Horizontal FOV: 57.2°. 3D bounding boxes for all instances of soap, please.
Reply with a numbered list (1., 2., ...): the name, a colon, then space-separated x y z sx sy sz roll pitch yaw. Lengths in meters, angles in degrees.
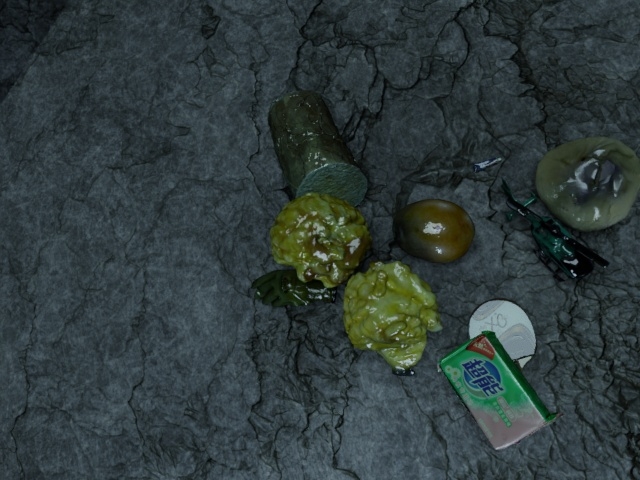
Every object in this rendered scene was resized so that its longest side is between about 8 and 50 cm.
1. soap: 0.452 0.381 1.514 0.218 0.098 0.273 -39 70 18

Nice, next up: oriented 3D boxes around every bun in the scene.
1. bun: 0.722 -0.162 1.569 0.272 0.168 0.273 -4 76 17

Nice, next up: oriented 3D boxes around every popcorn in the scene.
1. popcorn: -0.008 -0.005 1.629 0.282 0.282 0.247 -20 39 8
2. popcorn: 0.194 0.188 1.566 0.292 0.293 0.237 6 58 15

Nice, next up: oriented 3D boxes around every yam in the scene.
1. yam: -0.020 -0.266 1.751 0.241 0.241 0.348 -26 68 6

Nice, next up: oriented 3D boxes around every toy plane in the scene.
1. toy plane: 0.608 -0.023 1.573 0.106 0.155 0.382 -35 53 4

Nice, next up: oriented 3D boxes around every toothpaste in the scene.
1. toothpaste: 0.490 -0.225 1.721 0.083 0.019 0.027 -19 96 9

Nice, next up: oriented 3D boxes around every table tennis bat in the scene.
1. table tennis bat: 0.503 0.303 1.578 0.173 0.022 0.301 -18 71 11

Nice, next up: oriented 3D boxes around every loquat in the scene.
1. loquat: 0.312 -0.029 1.635 0.227 0.179 0.179 15 80 13

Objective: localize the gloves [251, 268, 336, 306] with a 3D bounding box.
1. gloves: -0.079 0.139 1.727 0.268 0.107 0.135 -3 44 15
